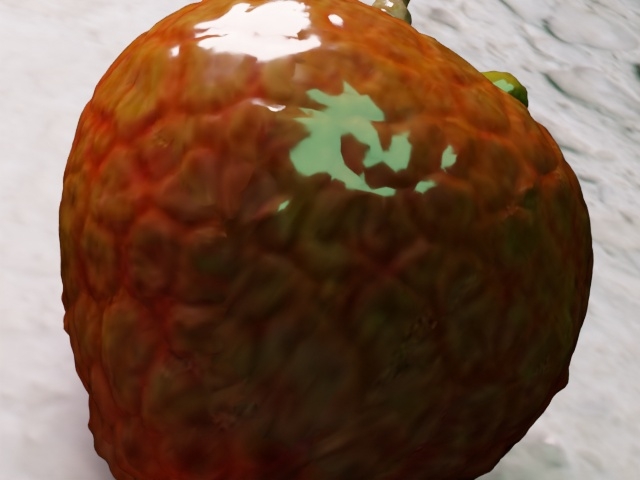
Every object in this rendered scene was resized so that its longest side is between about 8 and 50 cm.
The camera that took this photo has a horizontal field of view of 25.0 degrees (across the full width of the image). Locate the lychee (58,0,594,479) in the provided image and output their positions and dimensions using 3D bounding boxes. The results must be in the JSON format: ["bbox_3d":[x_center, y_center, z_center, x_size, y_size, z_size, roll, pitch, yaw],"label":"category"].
[{"bbox_3d":[0.000,0.000,0.673,0.255,0.255,0.300,30,48,6],"label":"lychee"}]
